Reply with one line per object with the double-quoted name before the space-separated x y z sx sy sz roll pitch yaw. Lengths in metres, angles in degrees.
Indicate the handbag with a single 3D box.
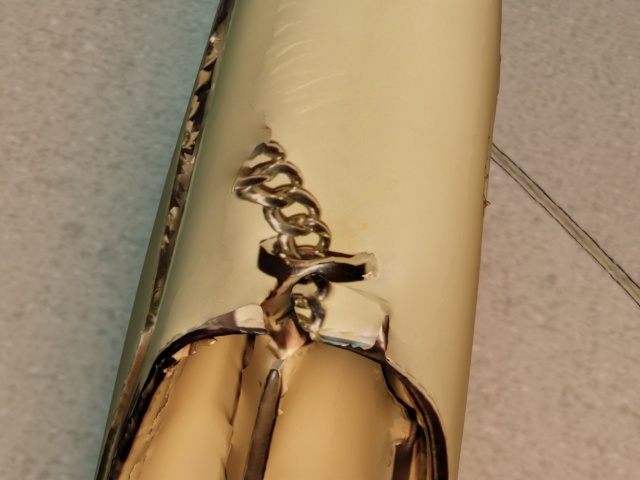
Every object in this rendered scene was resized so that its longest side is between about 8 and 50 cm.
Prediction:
"handbag" 0.000 0.000 0.915 0.160 0.236 0.358 11 43 -1
